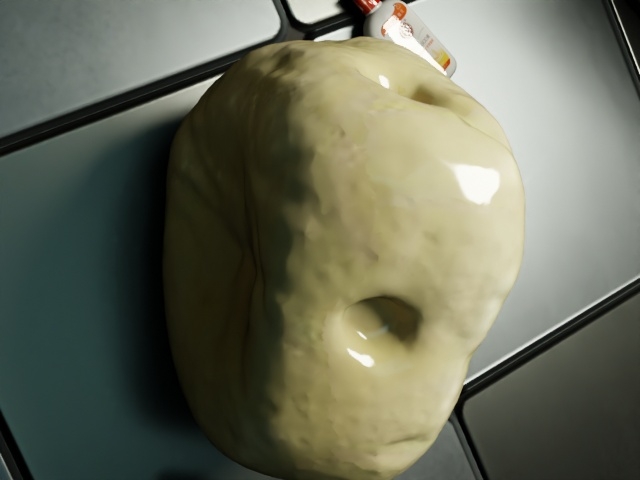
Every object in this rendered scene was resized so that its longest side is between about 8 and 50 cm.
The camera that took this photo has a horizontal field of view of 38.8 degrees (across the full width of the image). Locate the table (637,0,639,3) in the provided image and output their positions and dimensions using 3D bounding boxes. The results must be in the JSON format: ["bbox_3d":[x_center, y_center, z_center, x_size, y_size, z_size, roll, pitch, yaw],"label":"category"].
[{"bbox_3d":[0.344,-0.203,0.639,0.193,0.169,0.172,42,71,-17],"label":"table"}]

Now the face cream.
[{"bbox_3d":[0.050,-0.129,0.580,0.083,0.021,0.040,44,69,-14],"label":"face cream"}]

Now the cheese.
[{"bbox_3d":[0.000,0.000,0.448,0.117,0.218,0.235,2,63,-28],"label":"cheese"}]
